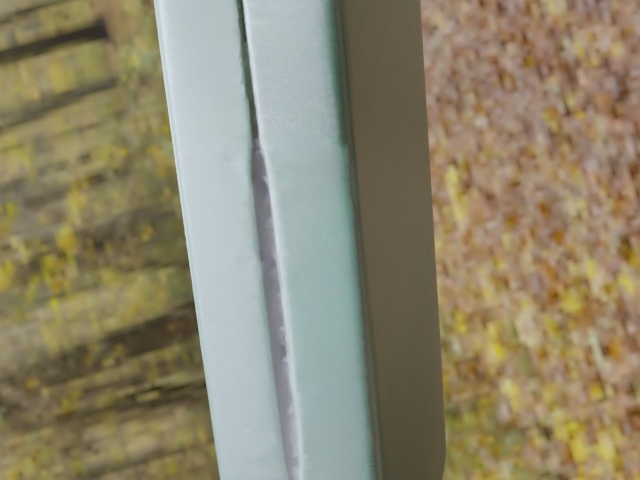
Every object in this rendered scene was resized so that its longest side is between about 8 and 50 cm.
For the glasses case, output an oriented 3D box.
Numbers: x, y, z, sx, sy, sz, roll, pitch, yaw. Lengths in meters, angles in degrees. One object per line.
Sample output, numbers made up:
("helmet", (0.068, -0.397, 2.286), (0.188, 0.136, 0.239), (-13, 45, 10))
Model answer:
("glasses case", (0.000, 0.000, 0.414), (0.078, 0.039, 0.184), (-64, -27, -57))
